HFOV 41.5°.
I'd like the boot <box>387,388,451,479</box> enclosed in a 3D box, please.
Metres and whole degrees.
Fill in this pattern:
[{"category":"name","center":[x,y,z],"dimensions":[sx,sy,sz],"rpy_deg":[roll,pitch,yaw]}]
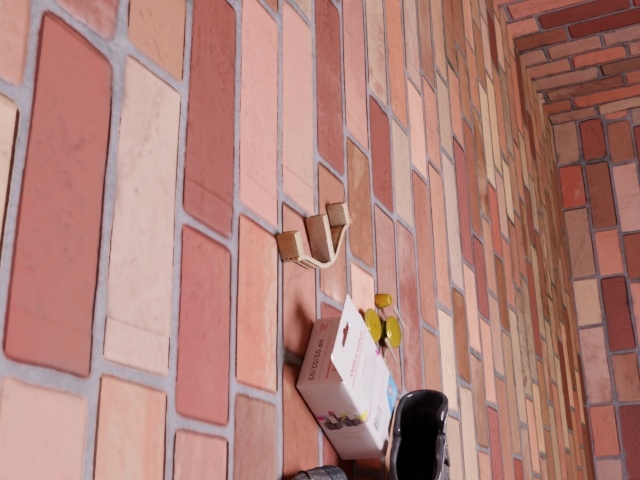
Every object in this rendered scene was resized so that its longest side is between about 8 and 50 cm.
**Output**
[{"category":"boot","center":[0.111,0.357,0.987],"dimensions":[0.338,0.118,0.222],"rpy_deg":[-89,173,-52]}]

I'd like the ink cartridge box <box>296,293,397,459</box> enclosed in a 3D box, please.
[{"category":"ink cartridge box","center":[0.028,0.161,0.990],"dimensions":[0.104,0.062,0.181],"rpy_deg":[-73,146,-46]}]

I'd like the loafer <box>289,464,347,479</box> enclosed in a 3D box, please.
[{"category":"loafer","center":[-0.005,0.320,0.868],"dimensions":[0.061,0.062,0.170],"rpy_deg":[10,67,-42]}]

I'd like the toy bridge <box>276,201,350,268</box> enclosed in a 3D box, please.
[{"category":"toy bridge","center":[0.000,0.000,1.036],"dimensions":[0.188,0.026,0.063],"rpy_deg":[-33,114,-65]}]

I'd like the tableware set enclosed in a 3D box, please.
[{"category":"tableware set","center":[0.079,0.132,1.173],"dimensions":[0.104,0.024,0.154],"rpy_deg":[63,29,-28]}]
